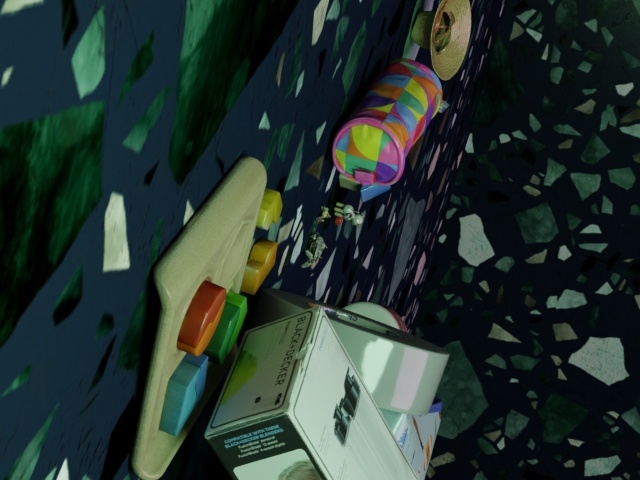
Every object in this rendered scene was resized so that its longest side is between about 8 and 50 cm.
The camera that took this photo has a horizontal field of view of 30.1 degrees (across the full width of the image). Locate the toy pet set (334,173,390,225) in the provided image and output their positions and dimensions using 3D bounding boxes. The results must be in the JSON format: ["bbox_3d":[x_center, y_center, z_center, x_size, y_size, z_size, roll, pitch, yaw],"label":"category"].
[{"bbox_3d":[0.067,-0.082,1.609,0.114,0.065,0.122,78,31,-71],"label":"toy pet set"}]

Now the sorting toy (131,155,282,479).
[{"bbox_3d":[-0.083,0.044,1.080,0.307,0.041,0.229,-59,164,-53],"label":"sorting toy"}]

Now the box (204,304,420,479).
[{"bbox_3d":[0.013,0.228,1.128,0.290,0.087,0.169,61,23,-24],"label":"box"}]

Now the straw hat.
[{"bbox_3d":[0.168,-0.312,1.771,0.144,0.061,0.144,-37,134,-52],"label":"straw hat"}]

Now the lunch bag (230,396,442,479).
[{"bbox_3d":[0.018,0.330,1.583,0.328,0.239,0.385,-70,160,-1],"label":"lunch bag"}]

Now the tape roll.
[{"bbox_3d":[0.027,0.120,1.301,0.219,0.219,0.072,17,92,-80],"label":"tape roll"}]

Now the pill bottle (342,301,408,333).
[{"bbox_3d":[0.082,0.164,1.966,0.221,0.121,0.121,26,82,-80],"label":"pill bottle"}]

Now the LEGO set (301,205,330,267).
[{"bbox_3d":[0.000,-0.002,1.505,0.054,0.023,0.083,13,95,-80],"label":"LEGO set"}]

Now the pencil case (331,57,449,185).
[{"bbox_3d":[0.090,-0.151,1.526,0.236,0.104,0.104,-53,159,-57],"label":"pencil case"}]
